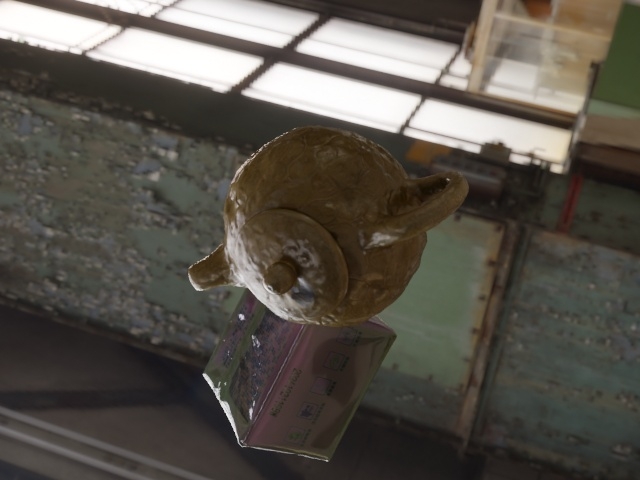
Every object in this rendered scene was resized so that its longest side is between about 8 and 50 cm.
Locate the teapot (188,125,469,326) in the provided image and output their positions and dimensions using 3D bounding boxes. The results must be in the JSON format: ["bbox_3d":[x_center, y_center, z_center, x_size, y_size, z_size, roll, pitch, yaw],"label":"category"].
[{"bbox_3d":[0.000,0.000,0.989,0.203,0.311,0.167,63,-144,-18],"label":"teapot"}]

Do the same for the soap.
[{"bbox_3d":[-0.030,0.144,1.280,0.199,0.138,0.182,-63,29,11],"label":"soap"}]
